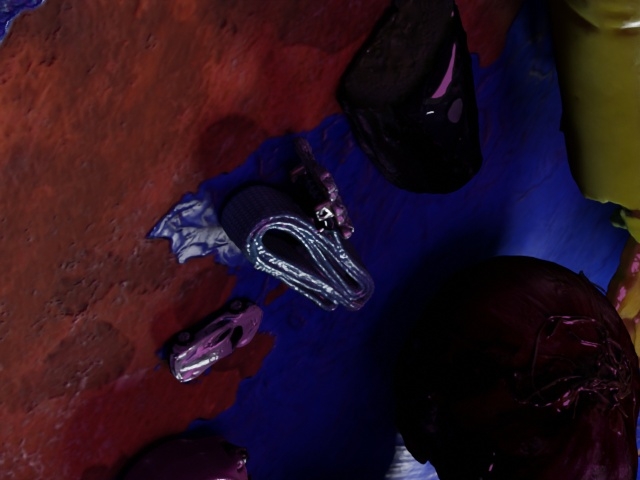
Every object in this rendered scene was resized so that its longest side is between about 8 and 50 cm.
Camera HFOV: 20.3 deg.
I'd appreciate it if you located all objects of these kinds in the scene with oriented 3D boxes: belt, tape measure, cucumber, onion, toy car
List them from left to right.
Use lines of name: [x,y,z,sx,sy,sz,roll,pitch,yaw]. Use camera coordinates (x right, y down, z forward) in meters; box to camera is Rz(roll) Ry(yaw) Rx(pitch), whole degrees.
tape measure: [-0.112,0.226,1.536,0.125,0.074,0.118,-27,138,-27]
toy car: [-0.085,0.082,1.471,0.093,0.025,0.041,-31,141,-19]
belt: [-0.002,-0.003,1.449,0.100,0.065,0.179,-41,145,7]
cucumber: [0.085,-0.109,1.425,0.115,0.086,0.193,-40,149,-11]
onion: [0.184,0.155,1.596,0.221,0.281,0.281,10,116,-37]

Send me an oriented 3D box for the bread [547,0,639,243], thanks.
bread: [0.296,-0.196,1.434,0.251,0.208,0.376,-28,139,-12]

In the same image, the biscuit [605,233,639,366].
biscuit: [0.330,0.039,1.763,0.260,0.041,0.203,-13,115,-61]
